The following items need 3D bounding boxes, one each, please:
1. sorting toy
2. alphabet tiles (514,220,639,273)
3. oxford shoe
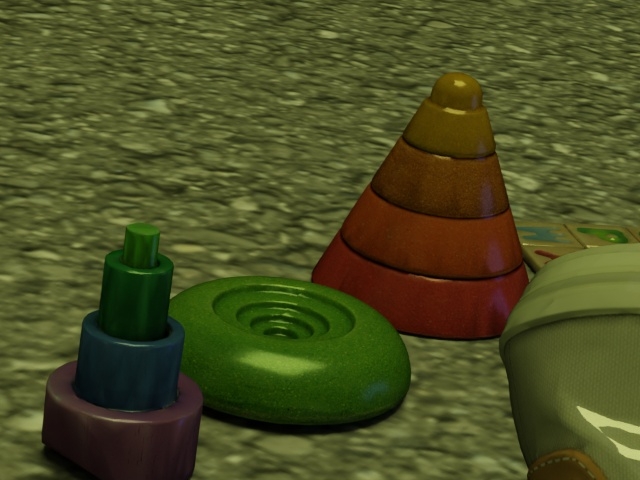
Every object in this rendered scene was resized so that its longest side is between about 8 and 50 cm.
[{"bbox_3d":[0.000,0.000,0.922,0.127,0.126,0.365,19,22,26],"label":"sorting toy"},{"bbox_3d":[0.227,0.037,1.078,0.198,0.009,0.237,3,20,-15],"label":"alphabet tiles"},{"bbox_3d":[0.275,0.123,0.716,0.449,0.169,0.130,15,64,-3],"label":"oxford shoe"}]
